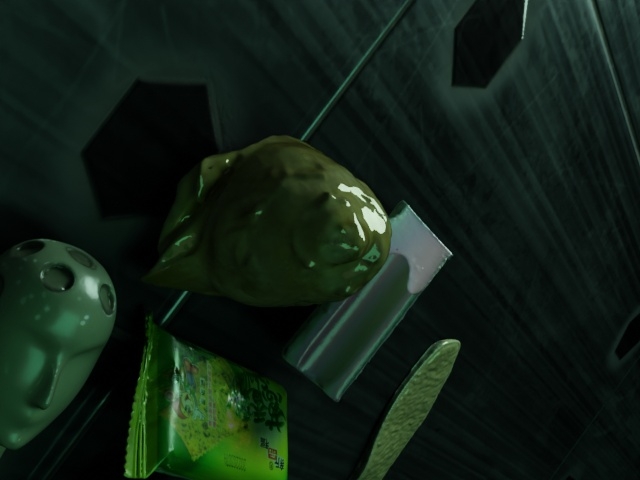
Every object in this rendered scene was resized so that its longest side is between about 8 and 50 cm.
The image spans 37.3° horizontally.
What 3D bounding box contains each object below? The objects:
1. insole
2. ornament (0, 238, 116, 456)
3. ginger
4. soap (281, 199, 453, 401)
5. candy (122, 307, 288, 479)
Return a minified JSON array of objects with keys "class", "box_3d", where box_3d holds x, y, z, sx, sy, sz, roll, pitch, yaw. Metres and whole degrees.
[{"class":"insole","box_3d":[0.070,0.203,0.948,0.081,0.011,0.248,12,109,-55]},{"class":"ornament","box_3d":[-0.161,0.073,0.489,0.074,0.081,0.156,26,103,-42]},{"class":"ginger","box_3d":[0.000,-0.001,0.598,0.193,0.122,0.115,2,106,-62]},{"class":"soap","box_3d":[0.037,0.043,0.699,0.149,0.056,0.100,-52,176,-6]},{"class":"candy","box_3d":[-0.071,0.121,0.637,0.032,0.102,0.178,-16,152,23]}]
